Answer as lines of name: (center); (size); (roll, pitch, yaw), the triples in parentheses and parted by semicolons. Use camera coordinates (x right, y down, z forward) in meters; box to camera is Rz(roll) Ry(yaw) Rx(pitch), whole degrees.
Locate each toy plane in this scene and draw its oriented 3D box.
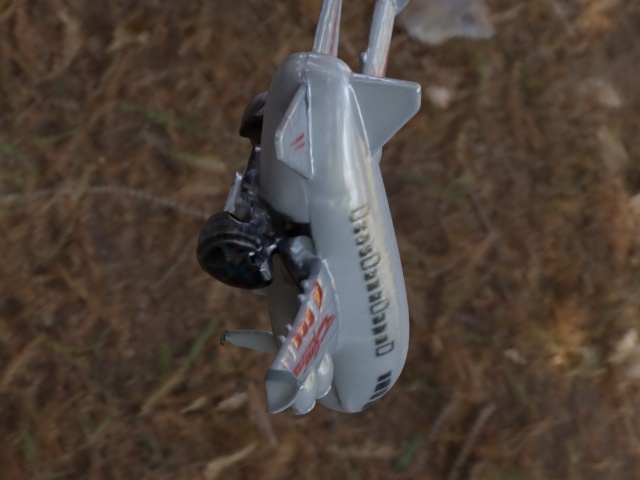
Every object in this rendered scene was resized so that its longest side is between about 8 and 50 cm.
toy plane: (0.000, 0.000, 0.557); (0.065, 0.171, 0.162); (13, 51, 5)
